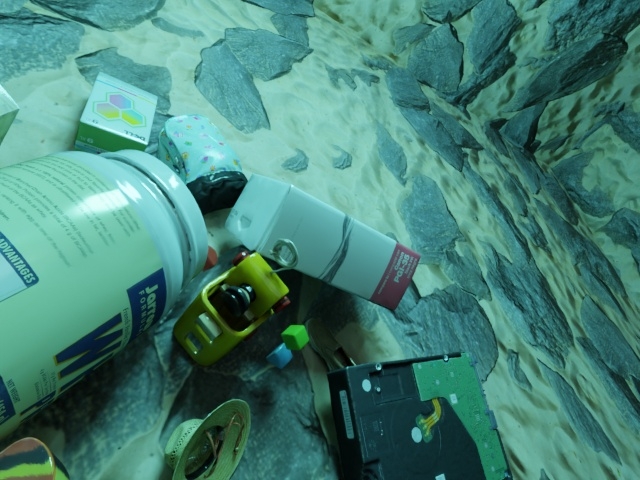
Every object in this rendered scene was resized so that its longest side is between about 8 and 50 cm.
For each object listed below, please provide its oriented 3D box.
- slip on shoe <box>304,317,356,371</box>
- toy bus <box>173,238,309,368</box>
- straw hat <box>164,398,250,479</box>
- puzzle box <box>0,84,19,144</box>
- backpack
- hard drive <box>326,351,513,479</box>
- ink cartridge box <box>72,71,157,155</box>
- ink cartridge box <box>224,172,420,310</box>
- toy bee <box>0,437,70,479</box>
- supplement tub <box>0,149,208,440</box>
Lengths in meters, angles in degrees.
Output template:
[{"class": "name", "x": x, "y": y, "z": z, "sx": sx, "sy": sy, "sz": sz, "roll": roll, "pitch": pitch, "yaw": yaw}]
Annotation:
[{"class": "slip on shoe", "x": 0.021, "y": 0.193, "z": 0.737, "sx": 0.051, "sy": 0.041, "sz": 0.135, "roll": -11, "pitch": 62, "yaw": -45}, {"class": "toy bus", "x": -0.128, "y": 0.098, "z": 0.585, "sx": 0.191, "sy": 0.202, "sz": 0.104, "roll": 9, "pitch": 27, "yaw": 30}, {"class": "straw hat", "x": -0.153, "y": 0.255, "z": 0.512, "sx": 0.061, "sy": 0.144, "sz": 0.144, "roll": 13, "pitch": 31, "yaw": 25}, {"class": "puzzle box", "x": -0.501, "y": -0.236, "z": 0.408, "sx": 0.409, "sy": 0.272, "sz": 0.052, "roll": 55, "pitch": 43, "yaw": -17}, {"class": "backpack", "x": -0.227, "y": -0.144, "z": 0.779, "sx": 0.152, "sy": 0.115, "sz": 0.182, "roll": -17, "pitch": 64, "yaw": -44}, {"class": "hard drive", "x": 0.175, "y": 0.320, "z": 0.702, "sx": 0.339, "sy": 0.064, "sz": 0.236, "roll": 5, "pitch": 64, "yaw": -36}, {"class": "ink cartridge box", "x": -0.370, "y": -0.203, "z": 0.752, "sx": 0.109, "sy": 0.062, "sz": 0.209, "roll": 18, "pitch": 45, "yaw": -29}, {"class": "ink cartridge box", "x": 0.000, "y": 0.000, "z": 0.737, "sx": 0.283, "sy": 0.117, "sz": 0.207, "roll": 26, "pitch": 1, "yaw": -29}, {"class": "toy bee", "x": -0.310, "y": 0.291, "z": 0.273, "sx": 0.298, "sy": 0.195, "sz": 0.162, "roll": -38, "pitch": 63, "yaw": -14}, {"class": "supplement tub", "x": -0.305, "y": 0.040, "z": 0.446, "sx": 0.235, "sy": 0.235, "sz": 0.325, "roll": 45, "pitch": 39, "yaw": 2}]
